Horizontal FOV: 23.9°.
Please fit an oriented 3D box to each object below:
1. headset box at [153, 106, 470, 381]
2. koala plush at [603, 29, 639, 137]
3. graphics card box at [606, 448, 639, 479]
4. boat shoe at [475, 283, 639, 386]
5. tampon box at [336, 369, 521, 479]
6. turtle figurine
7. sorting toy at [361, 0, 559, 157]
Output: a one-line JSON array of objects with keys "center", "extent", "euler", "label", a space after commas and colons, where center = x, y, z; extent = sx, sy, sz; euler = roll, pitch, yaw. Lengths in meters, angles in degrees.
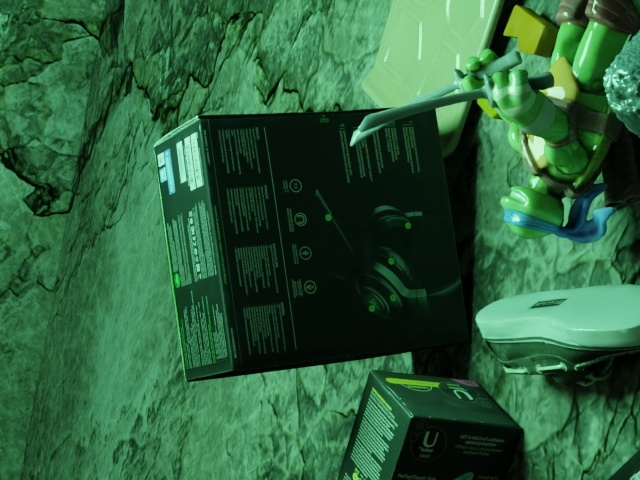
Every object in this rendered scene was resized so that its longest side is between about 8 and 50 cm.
[{"center": [0.000, 0.000, 1.510], "extent": [0.131, 0.283, 0.246], "euler": [-19, 78, 63], "label": "headset box"}, {"center": [0.342, -0.128, 0.989], "extent": [0.196, 0.203, 0.221], "euler": [20, 79, 56], "label": "koala plush"}, {"center": [0.267, 0.267, 1.068], "extent": [0.371, 0.094, 0.233], "euler": [122, 148, -43], "label": "graphics card box"}, {"center": [0.219, 0.083, 1.276], "extent": [0.219, 0.078, 0.070], "euler": [-4, 113, 62], "label": "boat shoe"}, {"center": [0.094, 0.218, 1.428], "extent": [0.101, 0.120, 0.161], "euler": [46, 123, 60], "label": "tampon box"}, {"center": [0.166, -0.155, 1.268], "extent": [0.274, 0.198, 0.266], "euler": [28, 91, 22], "label": "turtle figurine"}, {"center": [0.148, -0.204, 1.568], "extent": [0.307, 0.041, 0.229], "euler": [53, 129, 54], "label": "sorting toy"}]
